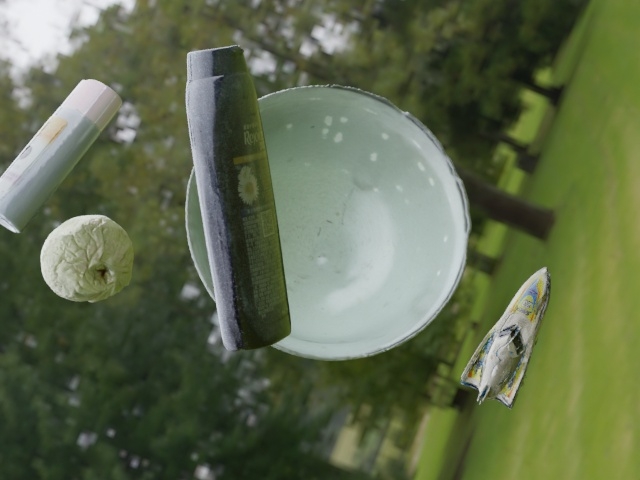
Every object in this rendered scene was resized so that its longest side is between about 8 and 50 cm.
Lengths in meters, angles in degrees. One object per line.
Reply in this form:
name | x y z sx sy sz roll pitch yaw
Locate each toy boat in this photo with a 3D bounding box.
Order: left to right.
toy boat | 0.271 0.132 2.144 0.066 0.084 0.210 14 -79 -62

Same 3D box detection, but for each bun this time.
bun | -0.283 0.026 1.885 0.115 0.115 0.069 -68 26 8

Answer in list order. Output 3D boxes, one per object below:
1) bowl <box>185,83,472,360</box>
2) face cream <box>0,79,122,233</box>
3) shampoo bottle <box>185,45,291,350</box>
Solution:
bowl | 0.000 0.000 1.703 0.146 0.313 0.313 113 180 -68
face cream | -0.314 -0.102 1.800 0.198 0.057 0.084 -55 30 -14
shampoo bottle | -0.066 -0.034 1.205 0.087 0.049 0.233 -28 -69 -67
